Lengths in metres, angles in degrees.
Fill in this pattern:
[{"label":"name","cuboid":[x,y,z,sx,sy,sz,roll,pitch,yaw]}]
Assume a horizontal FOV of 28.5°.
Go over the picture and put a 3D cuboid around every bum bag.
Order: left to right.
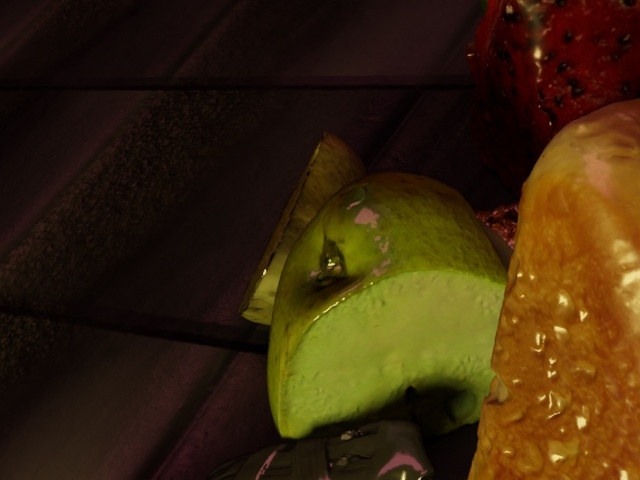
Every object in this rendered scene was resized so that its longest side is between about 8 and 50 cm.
[{"label":"bum bag","cuboid":[-0.035,0.250,1.146,0.326,0.079,0.142,-21,47,38]}]

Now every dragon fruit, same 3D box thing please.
[{"label":"dragon fruit","cuboid":[0.296,-0.230,1.407,0.286,0.329,0.228,-29,29,-3]}]

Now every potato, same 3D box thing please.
[{"label":"potato","cuboid":[0.000,0.000,1.462,0.111,0.160,0.272,25,48,-4]}]

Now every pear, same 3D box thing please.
[{"label":"pear","cuboid":[0.056,0.059,1.211,0.286,0.282,0.176,-23,43,2]}]

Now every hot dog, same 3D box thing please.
[{"label":"hot dog","cuboid":[0.249,0.110,0.936,0.185,0.405,0.223,-15,32,-38]}]

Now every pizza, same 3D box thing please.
[{"label":"pizza","cuboid":[0.170,-0.003,1.368,0.246,0.058,0.127,-13,-5,23]}]

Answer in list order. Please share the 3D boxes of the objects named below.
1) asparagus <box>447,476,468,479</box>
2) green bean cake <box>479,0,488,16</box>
[{"label":"asparagus","cuboid":[0.074,0.261,1.152,0.165,0.030,0.036,-31,11,-4]},{"label":"green bean cake","cuboid":[0.359,-0.337,1.639,0.247,0.156,0.250,17,53,46]}]
